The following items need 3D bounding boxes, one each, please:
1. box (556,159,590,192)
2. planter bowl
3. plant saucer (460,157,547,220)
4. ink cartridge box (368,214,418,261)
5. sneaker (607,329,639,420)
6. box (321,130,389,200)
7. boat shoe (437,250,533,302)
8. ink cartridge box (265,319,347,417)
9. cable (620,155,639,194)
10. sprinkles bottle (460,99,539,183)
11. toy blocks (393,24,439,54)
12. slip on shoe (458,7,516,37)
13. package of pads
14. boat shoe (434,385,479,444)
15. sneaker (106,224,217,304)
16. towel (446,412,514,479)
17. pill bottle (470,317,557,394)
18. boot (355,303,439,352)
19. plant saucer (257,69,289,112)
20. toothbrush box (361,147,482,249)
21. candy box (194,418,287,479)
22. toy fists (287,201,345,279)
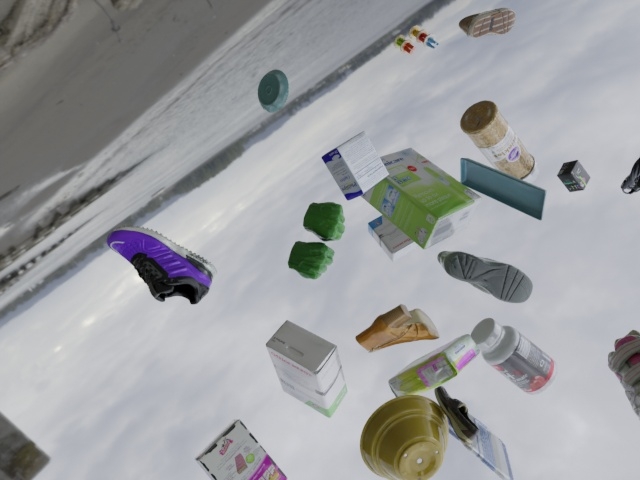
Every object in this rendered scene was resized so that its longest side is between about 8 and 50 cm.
[{"bbox_3d":[0.820,-0.208,1.522,0.062,0.083,0.052,-54,-161,-19],"label":"box"},{"bbox_3d":[0.203,0.462,1.036,0.217,0.217,0.090,-36,-163,-2],"label":"planter bowl"},{"bbox_3d":[0.352,-0.106,0.915,0.018,0.067,0.192,-32,-137,-19],"label":"plant saucer"},{"bbox_3d":[0.315,-0.024,2.038,0.140,0.190,0.082,-29,151,-11],"label":"ink cartridge box"},{"bbox_3d":[0.526,0.216,0.763,0.103,0.111,0.252,-39,166,19],"label":"sneaker"},{"bbox_3d":[0.092,-0.195,1.233,0.126,0.137,0.072,-38,-170,-38],"label":"box"},{"bbox_3d":[0.532,0.109,1.515,0.103,0.321,0.118,-115,-136,-77],"label":"boat shoe"},{"bbox_3d":[-0.038,0.401,1.462,0.198,0.272,0.115,21,-128,30],"label":"ink cartridge box"},{"bbox_3d":[0.876,-0.214,1.248,0.184,0.150,0.047,-40,-130,-2],"label":"cable"},{"bbox_3d":[0.583,-0.301,1.517,0.121,0.355,0.121,-25,-130,34],"label":"sprinkles bottle"},{"bbox_3d":[0.363,-0.739,1.763,0.123,0.054,0.148,-33,-131,-2],"label":"toy blocks"},{"bbox_3d":[0.331,-0.431,0.930,0.135,0.051,0.041,-26,-133,-24],"label":"slip on shoe"},{"bbox_3d":[0.416,0.474,1.739,0.229,0.101,0.296,-15,158,-50],"label":"package of pads"},{"bbox_3d":[0.309,0.385,1.059,0.049,0.056,0.152,-46,-146,13],"label":"boat shoe"},{"bbox_3d":[-0.417,0.075,1.209,0.102,0.293,0.146,-44,-154,44],"label":"sneaker"},{"bbox_3d":[0.500,0.638,1.520,0.034,0.285,0.209,-50,180,18],"label":"towel"},{"bbox_3d":[0.754,0.448,1.855,0.176,0.319,0.176,-51,-173,9],"label":"pill bottle"},{"bbox_3d":[0.267,0.326,1.636,0.211,0.295,0.104,-40,-134,21],"label":"boot"},{"bbox_3d":[-0.139,-0.421,1.320,0.119,0.119,0.021,-23,168,38],"label":"plant saucer"},{"bbox_3d":[0.280,-0.131,1.362,0.206,0.283,0.122,-22,142,-35],"label":"toothbrush box"},{"bbox_3d":[-0.233,0.672,1.384,0.159,0.233,0.071,-39,-179,-34],"label":"candy box"},{"bbox_3d":[0.000,0.000,1.612,0.142,0.096,0.279,14,-102,40],"label":"toy fists"}]
